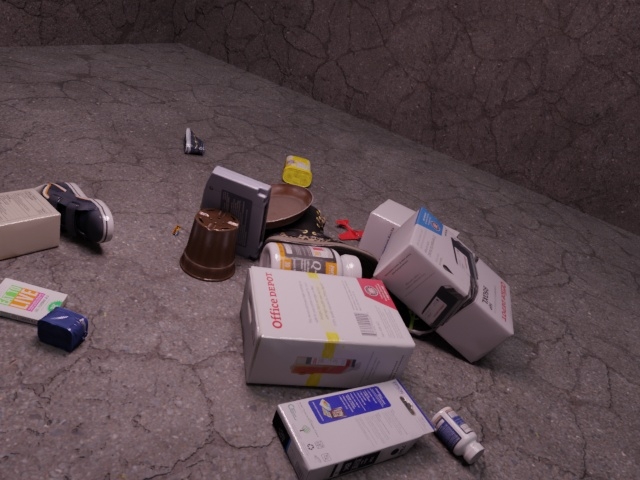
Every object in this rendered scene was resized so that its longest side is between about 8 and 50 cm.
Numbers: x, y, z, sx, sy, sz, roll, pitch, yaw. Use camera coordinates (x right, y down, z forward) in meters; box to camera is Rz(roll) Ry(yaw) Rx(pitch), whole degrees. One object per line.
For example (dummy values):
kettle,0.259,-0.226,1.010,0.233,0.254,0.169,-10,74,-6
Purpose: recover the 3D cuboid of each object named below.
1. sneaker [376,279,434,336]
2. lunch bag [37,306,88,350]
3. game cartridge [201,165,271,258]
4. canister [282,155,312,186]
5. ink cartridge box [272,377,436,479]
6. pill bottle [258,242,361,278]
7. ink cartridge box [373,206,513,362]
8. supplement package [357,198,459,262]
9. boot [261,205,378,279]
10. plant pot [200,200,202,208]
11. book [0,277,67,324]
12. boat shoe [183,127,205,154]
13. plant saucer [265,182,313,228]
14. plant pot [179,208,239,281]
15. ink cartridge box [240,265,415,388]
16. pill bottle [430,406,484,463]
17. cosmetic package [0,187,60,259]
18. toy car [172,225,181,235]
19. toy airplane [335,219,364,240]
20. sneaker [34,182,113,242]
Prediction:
sneaker,0.249,0.197,1.552,0.235,0.097,0.084,36,34,30
lunch bag,-0.561,0.192,1.128,0.099,0.067,0.065,21,29,2
game cartridge,-0.260,-0.081,1.541,0.198,0.297,0.062,25,46,8
canister,-0.101,-0.310,2.264,0.126,0.073,0.169,14,28,-9
ink cartridge box,0.077,0.408,1.121,0.333,0.065,0.165,-2,34,-30
pill bottle,-0.031,0.096,1.502,0.279,0.162,0.162,6,31,-21
ink cartridge box,0.380,0.125,1.545,0.395,0.166,0.285,42,30,-5
supplement package,0.314,0.006,1.842,0.293,0.175,0.177,28,32,18
boot,0.000,0.000,1.723,0.378,0.138,0.284,8,30,-5
plant pot,-0.358,-0.124,1.791,0.081,0.081,0.083,-15,54,-45
book,-0.679,0.146,1.182,0.144,0.035,0.096,16,32,-7
boat shoe,-0.548,-0.427,2.229,0.083,0.065,0.183,8,36,-22
plant saucer,-0.177,-0.112,1.725,0.311,0.050,0.310,-5,28,2
plant pot,-0.315,0.007,1.492,0.167,0.165,0.167,14,30,-8
ink cartridge box,0.000,0.220,1.303,0.385,0.160,0.279,8,30,-18
pill bottle,0.317,0.450,1.180,0.067,0.067,0.120,-6,37,-37
cosmetic package,-0.854,-0.030,1.302,0.160,0.113,0.310,35,32,28
toy car,-0.409,-0.007,1.616,0.122,0.060,0.040,14,69,28
toy airplane,0.115,-0.040,1.961,0.151,0.028,0.151,15,28,-8
sneaker,-0.711,-0.076,1.455,0.321,0.126,0.128,27,23,37
